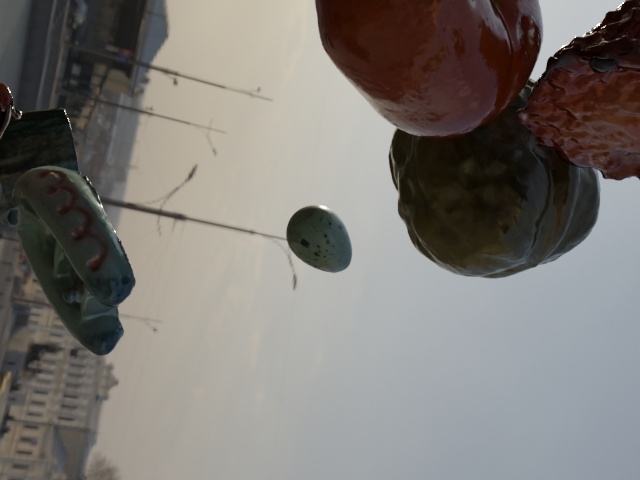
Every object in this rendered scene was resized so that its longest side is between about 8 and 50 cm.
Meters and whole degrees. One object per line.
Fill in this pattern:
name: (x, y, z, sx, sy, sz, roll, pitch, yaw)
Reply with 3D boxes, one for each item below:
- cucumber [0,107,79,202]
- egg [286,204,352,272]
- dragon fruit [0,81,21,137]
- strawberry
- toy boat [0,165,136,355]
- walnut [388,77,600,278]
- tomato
cucumber: (-0.504, -0.144, 1.277, 0.191, 0.130, 0.191, 170, -90, -69)
egg: (0.000, 0.000, 1.566, 0.131, 0.164, 0.131, -40, 171, -8)
dragon fruit: (-0.331, -0.117, 0.604, 0.166, 0.133, 0.136, -35, -161, 35)
strawberry: (0.324, -0.177, 0.734, 0.234, 0.233, 0.178, -39, -150, 65)
toy boat: (-0.252, 0.012, 0.704, 0.208, 0.078, 0.134, 54, -38, 28)
walnut: (0.236, -0.086, 1.002, 0.253, 0.282, 0.277, -31, -114, 21)
tomato: (0.099, -0.230, 0.697, 0.180, 0.259, 0.260, -10, -116, 34)
